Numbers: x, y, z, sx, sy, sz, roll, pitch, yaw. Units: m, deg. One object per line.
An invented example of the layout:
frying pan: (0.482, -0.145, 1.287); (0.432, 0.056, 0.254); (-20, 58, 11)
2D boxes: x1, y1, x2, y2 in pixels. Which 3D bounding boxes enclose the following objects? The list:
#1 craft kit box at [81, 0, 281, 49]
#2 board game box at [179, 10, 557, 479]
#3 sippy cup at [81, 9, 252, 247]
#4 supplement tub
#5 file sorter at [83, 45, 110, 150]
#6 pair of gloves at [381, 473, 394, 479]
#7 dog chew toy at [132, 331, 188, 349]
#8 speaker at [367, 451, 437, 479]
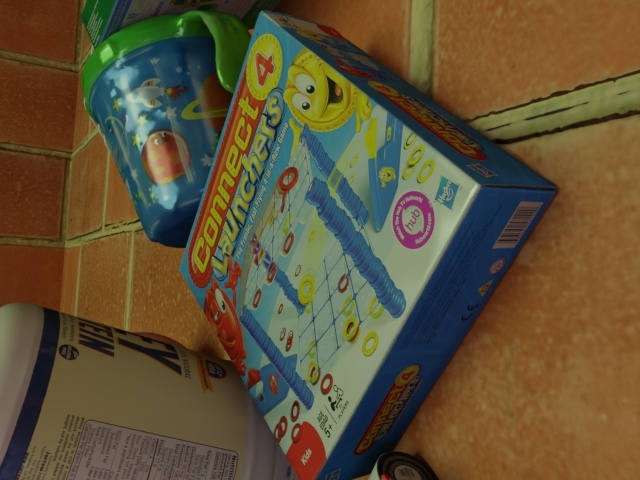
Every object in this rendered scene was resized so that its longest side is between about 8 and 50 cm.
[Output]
craft kit box: (-0.123, -0.316, 0.697); (0.250, 0.247, 0.060); (-27, 84, 54)
board game box: (0.000, 0.000, 0.550); (0.302, 0.086, 0.308); (49, 127, 39)
sippy cup: (-0.158, -0.118, 0.764); (0.305, 0.240, 0.223); (68, -176, -73)
supplement tub: (-0.192, 0.215, 0.607); (0.235, 0.325, 0.235); (-39, 39, 41)
file sorter: (-0.287, -0.254, 1.030); (0.278, 0.173, 0.192); (41, 120, 54)
pair of gloves: (0.066, 0.278, 0.439); (0.198, 0.023, 0.159); (44, 123, 30)
dog chew toy: (-0.291, 0.275, 0.941); (0.332, 0.207, 0.206); (125, 139, -53)
speaker: (0.047, 0.243, 0.504); (0.055, 0.055, 0.136); (51, 128, 50)
